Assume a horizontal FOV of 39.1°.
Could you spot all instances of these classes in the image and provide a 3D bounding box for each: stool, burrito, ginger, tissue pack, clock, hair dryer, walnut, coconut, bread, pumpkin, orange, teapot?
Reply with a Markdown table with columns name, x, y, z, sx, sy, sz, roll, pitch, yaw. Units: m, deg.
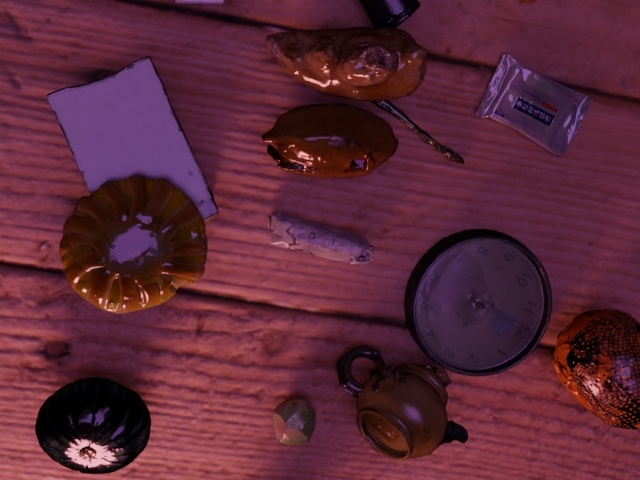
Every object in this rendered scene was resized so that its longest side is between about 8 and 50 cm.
| name | x | y | z | sx | sy | sz | roll | pitch | yaw |
| --- | --- | --- | --- | --- | --- | --- | --- | --- | --- |
| stool | -0.293 | -0.139 | 1.450 | 0.170 | 0.243 | 0.269 | -23 | 102 | -5 |
| burrito | -0.001 | 0.001 | 1.610 | 0.203 | 0.064 | 0.064 | 15 | 97 | -8 |
| ginger | 0.046 | -0.292 | 1.491 | 0.270 | 0.219 | 0.123 | -4 | 99 | -16 |
| tissue pack | 0.390 | -0.245 | 1.645 | 0.193 | 0.026 | 0.122 | 24 | 95 | -11 |
| clock | 0.297 | 0.119 | 1.675 | 0.281 | 0.055 | 0.280 | -1 | 99 | -8 |
| hair dryer | 0.154 | -0.501 | 1.553 | 0.251 | 0.089 | 0.197 | -35 | 100 | -11 |
| walnut | 0.018 | -0.173 | 1.554 | 0.245 | 0.137 | 0.137 | 5 | 98 | -13 |
| coconut | -0.047 | 0.326 | 1.647 | 0.083 | 0.081 | 0.082 | 24 | 136 | -7 |
| bread | -0.269 | 0.006 | 1.300 | 0.213 | 0.105 | 0.213 | -1 | 97 | -7 |
| pumpkin | -0.391 | 0.323 | 1.556 | 0.194 | 0.150 | 0.194 | 0 | 103 | 2 |
| orange | 0.533 | 0.233 | 1.639 | 0.182 | 0.234 | 0.234 | -31 | 102 | -6 |
| teapot | 0.154 | 0.286 | 1.642 | 0.269 | 0.173 | 0.182 | 42 | 56 | 8 |

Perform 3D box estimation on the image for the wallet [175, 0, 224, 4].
| name | x | y | z | sx | sy | sz | roll | pitch | yaw |
| --- | --- | --- | --- | --- | --- | --- | --- | --- | --- |
| wallet | -0.206 | -0.425 | 1.535 | 0.083 | 0.011 | 0.044 | -1 | 99 | -8 |

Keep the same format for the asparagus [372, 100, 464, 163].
| name | x | y | z | sx | sy | sz | roll | pitch | yaw |
| --- | --- | --- | --- | --- | --- | --- | --- | --- | --- |
| asparagus | 0.170 | -0.204 | 1.623 | 0.233 | 0.023 | 0.022 | 35 | 137 | -12 |
